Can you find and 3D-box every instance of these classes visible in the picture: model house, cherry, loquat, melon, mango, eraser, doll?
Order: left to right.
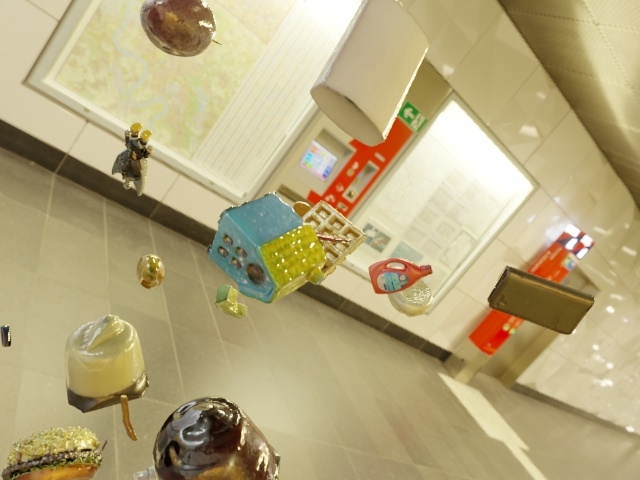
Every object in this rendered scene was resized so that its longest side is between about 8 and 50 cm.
[{"bbox_3d":[-0.736,-0.320,1.900,0.145,0.316,0.103,20,45,-16],"label":"doll"},{"bbox_3d":[-0.547,0.096,1.563,0.089,0.163,0.111,-9,68,-23],"label":"mango"},{"bbox_3d":[-0.426,-0.649,1.448,0.213,0.184,0.266,2,4,15],"label":"cherry"},{"bbox_3d":[-0.353,0.247,1.897,0.117,0.064,0.210,-3,-34,24],"label":"melon"},{"bbox_3d":[-0.139,0.033,1.399,0.303,0.216,0.237,42,40,17],"label":"model house"},{"bbox_3d":[-0.089,-0.098,2.029,0.137,0.137,0.113,32,-24,-30],"label":"loquat"},{"bbox_3d":[0.107,-0.350,0.982,0.174,0.270,0.094,36,-21,-25],"label":"eraser"}]

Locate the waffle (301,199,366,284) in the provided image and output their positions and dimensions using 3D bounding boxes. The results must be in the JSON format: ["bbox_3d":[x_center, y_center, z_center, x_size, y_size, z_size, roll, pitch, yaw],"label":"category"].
[{"bbox_3d":[0.000,0.000,1.680,0.221,0.248,0.055,39,-19,23],"label":"waffle"}]

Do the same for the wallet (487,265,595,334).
[{"bbox_3d":[0.472,0.131,1.047,0.197,0.110,0.031,19,30,-1],"label":"wallet"}]

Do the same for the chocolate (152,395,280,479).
[{"bbox_3d":[-0.352,0.661,1.514,0.384,0.383,0.332,-113,-177,-69],"label":"chocolate"}]

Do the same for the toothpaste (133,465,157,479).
[{"bbox_3d":[-0.527,0.801,1.696,0.234,0.057,0.089,-6,26,-33],"label":"toothpaste"}]

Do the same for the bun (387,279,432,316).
[{"bbox_3d":[0.304,0.197,1.715,0.183,0.102,0.183,18,39,-16],"label":"bun"}]

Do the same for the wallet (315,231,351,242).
[{"bbox_3d":[-0.011,-0.015,1.520,0.196,0.020,0.103,13,8,33],"label":"wallet"}]

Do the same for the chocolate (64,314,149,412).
[{"bbox_3d":[-0.897,0.482,2.001,0.313,0.297,0.326,-9,41,-24],"label":"chocolate"}]

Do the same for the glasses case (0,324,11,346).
[{"bbox_3d":[-1.166,0.354,1.798,0.033,0.023,0.084,35,43,-79],"label":"glasses case"}]

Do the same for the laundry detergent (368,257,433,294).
[{"bbox_3d":[0.215,0.087,1.293,0.049,0.165,0.098,-82,156,-69],"label":"laundry detergent"}]

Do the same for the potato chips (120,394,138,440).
[{"bbox_3d":[-0.686,0.629,1.722,0.037,0.204,0.026,11,25,28],"label":"potato chips"}]

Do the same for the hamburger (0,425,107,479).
[{"bbox_3d":[-0.697,0.574,1.283,0.242,0.262,0.139,-1,60,-22],"label":"hamburger"}]
